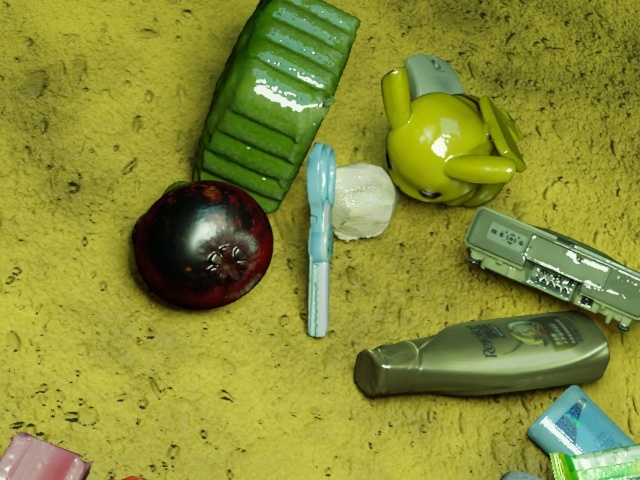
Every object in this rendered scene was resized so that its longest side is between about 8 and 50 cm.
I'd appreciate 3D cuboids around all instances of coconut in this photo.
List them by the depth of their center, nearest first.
[{"bbox_3d":[0.058,-0.056,1.798,0.124,0.110,0.110,-9,58,-19],"label":"coconut"}]

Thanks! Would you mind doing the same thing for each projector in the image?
[{"bbox_3d":[0.343,0.039,1.797,0.269,0.088,0.193,25,5,16],"label":"projector"}]

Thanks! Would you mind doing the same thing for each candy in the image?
[{"bbox_3d":[0.390,0.307,1.623,0.178,0.032,0.102,-10,66,-3],"label":"candy"}]

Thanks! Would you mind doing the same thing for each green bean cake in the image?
[{"bbox_3d":[-0.066,-0.197,1.763,0.156,0.247,0.250,25,49,-3],"label":"green bean cake"}]

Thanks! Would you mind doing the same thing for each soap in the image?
[{"bbox_3d":[-0.330,0.309,1.319,0.099,0.162,0.250,25,50,-2],"label":"soap"}]

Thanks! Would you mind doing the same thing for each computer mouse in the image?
[{"bbox_3d":[0.188,-0.242,2.028,0.089,0.056,0.182,7,51,-23],"label":"computer mouse"}]

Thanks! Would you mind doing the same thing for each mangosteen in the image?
[{"bbox_3d":[-0.157,-0.003,1.642,0.199,0.200,0.200,11,51,-14],"label":"mangosteen"}]

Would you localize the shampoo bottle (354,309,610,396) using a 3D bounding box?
[{"bbox_3d":[0.216,0.158,1.703,0.350,0.084,0.125,-4,29,-23],"label":"shampoo bottle"}]

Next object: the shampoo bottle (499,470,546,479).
[{"bbox_3d":[0.241,0.396,1.555,0.087,0.049,0.234,20,49,-3],"label":"shampoo bottle"}]

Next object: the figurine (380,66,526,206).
[{"bbox_3d":[0.194,-0.130,1.802,0.218,0.169,0.326,41,19,14],"label":"figurine"}]

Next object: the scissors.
[{"bbox_3d":[0.000,0.000,1.688,0.030,0.125,0.256,1,88,10],"label":"scissors"}]

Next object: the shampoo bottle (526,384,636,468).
[{"bbox_3d":[0.397,0.312,1.674,0.104,0.061,0.258,-37,74,-28],"label":"shampoo bottle"}]

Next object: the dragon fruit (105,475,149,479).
[{"bbox_3d":[-0.204,0.323,1.389,0.142,0.130,0.121,52,40,-20],"label":"dragon fruit"}]
